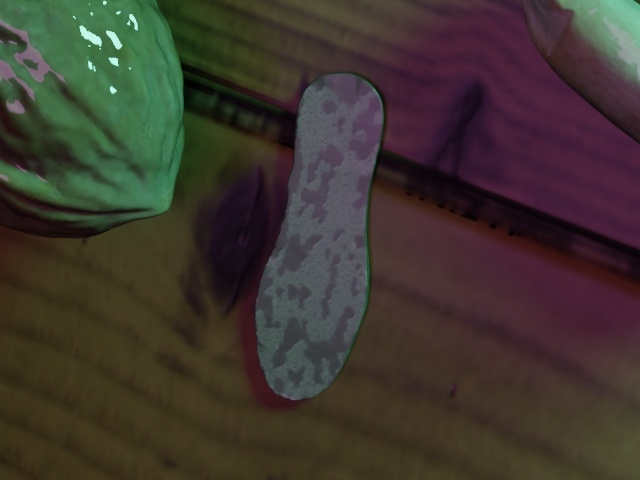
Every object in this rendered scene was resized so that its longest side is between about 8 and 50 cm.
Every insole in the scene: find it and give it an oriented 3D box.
[{"bbox_3d":[0.000,0.000,0.844,0.065,0.006,0.193,13,103,16],"label":"insole"}]

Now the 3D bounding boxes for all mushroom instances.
[{"bbox_3d":[0.183,-0.073,0.735,0.209,0.084,0.071,36,88,12],"label":"mushroom"}]

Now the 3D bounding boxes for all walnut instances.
[{"bbox_3d":[-0.165,-0.096,0.801,0.230,0.178,0.178,45,110,1],"label":"walnut"}]
